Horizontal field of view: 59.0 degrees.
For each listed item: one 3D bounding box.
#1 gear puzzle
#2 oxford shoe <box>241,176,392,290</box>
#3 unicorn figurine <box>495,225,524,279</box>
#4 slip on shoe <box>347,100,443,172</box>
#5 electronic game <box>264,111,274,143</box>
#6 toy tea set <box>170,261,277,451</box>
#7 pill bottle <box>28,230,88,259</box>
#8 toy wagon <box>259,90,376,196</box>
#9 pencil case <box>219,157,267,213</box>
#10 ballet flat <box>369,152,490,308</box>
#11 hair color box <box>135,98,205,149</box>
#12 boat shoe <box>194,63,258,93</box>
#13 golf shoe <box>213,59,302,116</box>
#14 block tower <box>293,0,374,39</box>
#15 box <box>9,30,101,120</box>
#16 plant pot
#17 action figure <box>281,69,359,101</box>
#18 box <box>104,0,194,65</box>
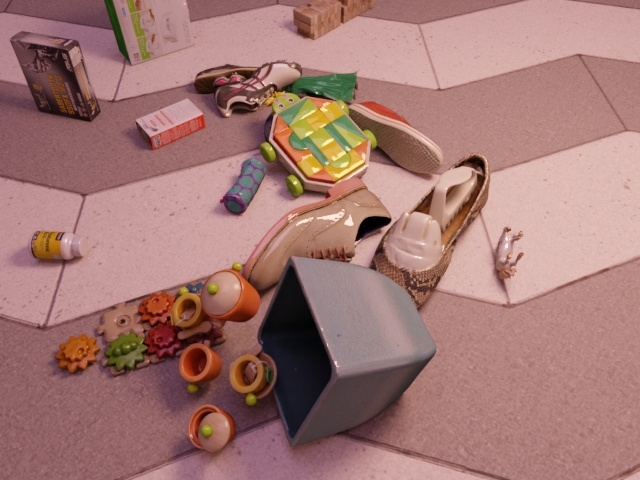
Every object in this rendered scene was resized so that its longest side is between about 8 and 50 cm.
[{"bbox_3d":[-0.377,0.181,1.174,0.339,0.044,0.175,-16,51,-13],"label":"gear puzzle"},{"bbox_3d":[0.000,0.000,1.271,0.397,0.140,0.146,-38,66,-25],"label":"oxford shoe"},{"bbox_3d":[0.427,0.016,1.286,0.060,0.111,0.162,26,68,9],"label":"unicorn figurine"},{"bbox_3d":[0.207,-0.291,1.534,0.101,0.123,0.331,-31,51,-28],"label":"slip on shoe"},{"bbox_3d":[-0.043,-0.308,1.587,0.229,0.048,0.229,1,57,-2],"label":"electronic game"},{"bbox_3d":[-0.195,0.205,1.037,0.200,0.124,0.336,-25,61,14],"label":"toy tea set"},{"bbox_3d":[-0.603,0.012,1.306,0.116,0.065,0.065,2,50,1],"label":"pill bottle"},{"bbox_3d":[-0.029,-0.279,1.496,0.267,0.068,0.344,-34,74,-19],"label":"toy wagon"},{"bbox_3d":[-0.193,-0.139,1.433,0.070,0.064,0.151,23,51,-2],"label":"pencil case"},{"bbox_3d":[0.250,-0.043,1.274,0.164,0.182,0.483,28,55,21],"label":"ballet flat"},{"bbox_3d":[-0.424,-0.331,1.606,0.167,0.053,0.093,-30,57,-24],"label":"hair color box"},{"bbox_3d":[-0.277,-0.508,1.738,0.224,0.080,0.073,-10,55,-2],"label":"boat shoe"},{"bbox_3d":[-0.178,-0.444,1.671,0.273,0.105,0.120,-15,73,6],"label":"golf shoe"},{"bbox_3d":[0.052,-0.821,1.997,0.097,0.091,0.335,37,58,27],"label":"block tower"},{"bbox_3d":[-0.744,-0.461,1.600,0.183,0.231,0.056,13,48,10],"label":"box"},{"bbox_3d":[0.058,0.195,1.043,0.252,0.247,0.247,0,46,-27],"label":"plant pot"},{"bbox_3d":[-0.006,-0.459,1.707,0.232,0.063,0.137,5,51,13],"label":"action figure"},{"bbox_3d":[-0.550,-0.732,1.812,0.231,0.262,0.127,-28,55,-20],"label":"box"}]
